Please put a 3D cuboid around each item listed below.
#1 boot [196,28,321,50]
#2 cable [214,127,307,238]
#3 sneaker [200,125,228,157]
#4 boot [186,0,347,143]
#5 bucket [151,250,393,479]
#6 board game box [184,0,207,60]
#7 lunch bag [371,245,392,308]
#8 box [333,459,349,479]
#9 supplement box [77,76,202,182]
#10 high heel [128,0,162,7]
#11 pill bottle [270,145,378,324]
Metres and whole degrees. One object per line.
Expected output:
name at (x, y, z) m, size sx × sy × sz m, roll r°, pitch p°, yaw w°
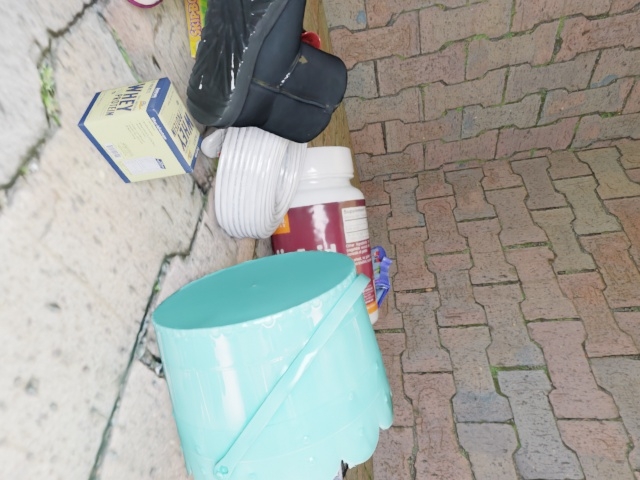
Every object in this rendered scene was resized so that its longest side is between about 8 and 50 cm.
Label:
boot at (-0.077, -0.306, 0.712) m, size 0.244 × 0.176 × 0.088 m, roll -64°, pitch 146°, yaw -71°
cable at (-0.095, -0.123, 0.721) m, size 0.257 × 0.089 × 0.257 m, roll 92°, pitch 14°, yaw -68°
sneaker at (-0.167, -0.191, 0.679) m, size 0.158 × 0.065 × 0.061 m, roll -70°, pitch -176°, yaw -46°
boot at (-0.033, -0.236, 0.496) m, size 0.207 × 0.094 × 0.246 m, roll -15°, pitch 137°, yaw -57°
bucket at (-0.055, 0.134, 0.508) m, size 0.281 × 0.281 × 0.183 m, roll -60°, pitch 139°, yaw -72°
board game box at (-0.192, -0.400, 0.716) m, size 0.124 × 0.039 × 0.259 m, roll -18°, pitch 99°, yaw -79°
lunch bag at (0.118, 0.154, 1.294) m, size 0.293 × 0.138 × 0.221 m, roll -55°, pitch -170°, yaw 26°
box at (-0.022, 0.328, 0.844) m, size 0.163 × 0.142 × 0.247 m, roll 36°, pitch 47°, yaw -74°
supplement box at (-0.184, -0.113, 0.441) m, size 0.083 × 0.083 × 0.056 m, roll 70°, pitch 17°, yaw -51°
high heel at (-0.219, -0.473, 0.514) m, size 0.181 × 0.127 × 0.377 m, roll 21°, pitch -76°, yaw 55°
pill bottle at (0.000, 0.000, 0.949) m, size 0.224 × 0.224 × 0.392 m, roll -20°, pitch 103°, yaw -79°
